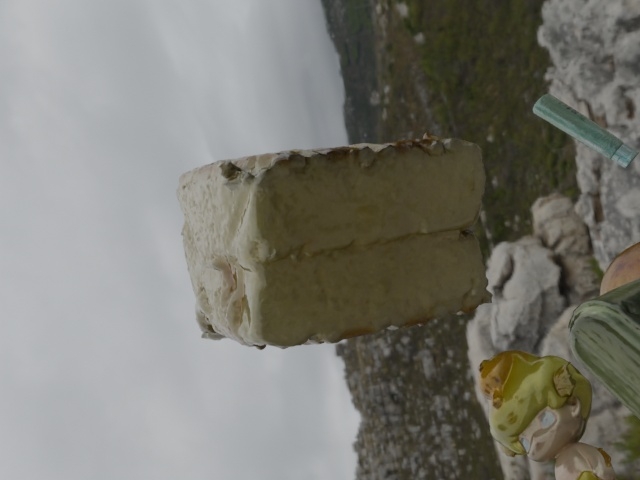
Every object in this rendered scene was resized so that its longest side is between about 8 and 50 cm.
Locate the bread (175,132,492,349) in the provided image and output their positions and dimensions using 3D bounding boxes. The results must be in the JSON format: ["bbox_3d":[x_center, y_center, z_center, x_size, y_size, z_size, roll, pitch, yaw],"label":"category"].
[{"bbox_3d":[0.000,0.000,1.021,0.390,0.371,0.279,-5,95,64],"label":"bread"}]

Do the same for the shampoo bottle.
[{"bbox_3d":[0.467,-0.193,1.207,0.069,0.191,0.041,-21,-34,-56],"label":"shampoo bottle"}]

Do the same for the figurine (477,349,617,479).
[{"bbox_3d":[0.279,0.225,0.811,0.156,0.131,0.246,-61,36,32],"label":"figurine"}]

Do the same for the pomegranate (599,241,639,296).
[{"bbox_3d":[0.627,0.115,1.187,0.264,0.264,0.264,-11,-90,-85],"label":"pomegranate"}]

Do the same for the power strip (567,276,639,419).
[{"bbox_3d":[0.291,0.156,0.333,0.387,0.092,0.066,47,141,36],"label":"power strip"}]
